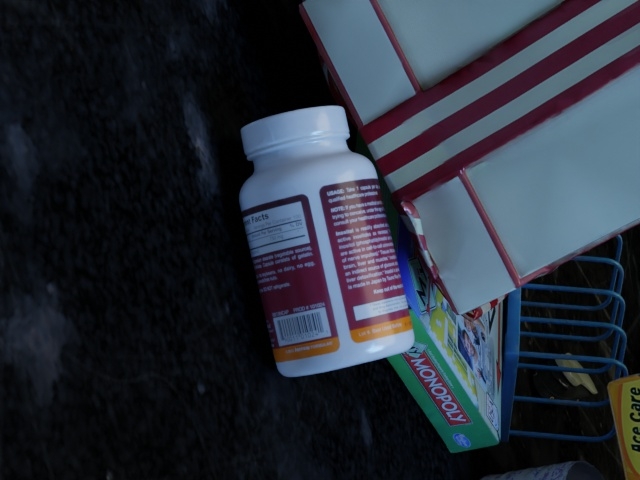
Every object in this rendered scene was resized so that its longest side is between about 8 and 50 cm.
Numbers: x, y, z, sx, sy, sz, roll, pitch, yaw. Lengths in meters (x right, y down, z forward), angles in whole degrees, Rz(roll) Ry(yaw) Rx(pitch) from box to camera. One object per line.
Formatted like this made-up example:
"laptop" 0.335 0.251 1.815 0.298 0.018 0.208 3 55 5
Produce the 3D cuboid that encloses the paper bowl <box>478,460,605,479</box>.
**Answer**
"paper bowl" 0.218 0.316 1.068 0.284 0.148 0.284 44 38 -50

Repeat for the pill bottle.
"pill bottle" 0.000 0.000 0.812 0.086 0.086 0.152 -7 84 -68

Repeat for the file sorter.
"file sorter" 0.212 0.079 1.197 0.170 0.105 0.118 -79 171 -45

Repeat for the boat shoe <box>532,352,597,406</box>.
"boat shoe" 0.250 0.144 1.382 0.049 0.042 0.133 56 15 20

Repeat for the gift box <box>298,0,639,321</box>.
"gift box" 0.137 -0.109 0.891 0.255 0.258 0.276 65 23 9

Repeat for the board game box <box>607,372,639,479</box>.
"board game box" 0.471 0.261 1.007 0.356 0.356 0.356 27 51 -56

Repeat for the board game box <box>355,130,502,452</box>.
"board game box" 0.091 -0.020 1.094 0.317 0.046 0.213 -83 150 -41
